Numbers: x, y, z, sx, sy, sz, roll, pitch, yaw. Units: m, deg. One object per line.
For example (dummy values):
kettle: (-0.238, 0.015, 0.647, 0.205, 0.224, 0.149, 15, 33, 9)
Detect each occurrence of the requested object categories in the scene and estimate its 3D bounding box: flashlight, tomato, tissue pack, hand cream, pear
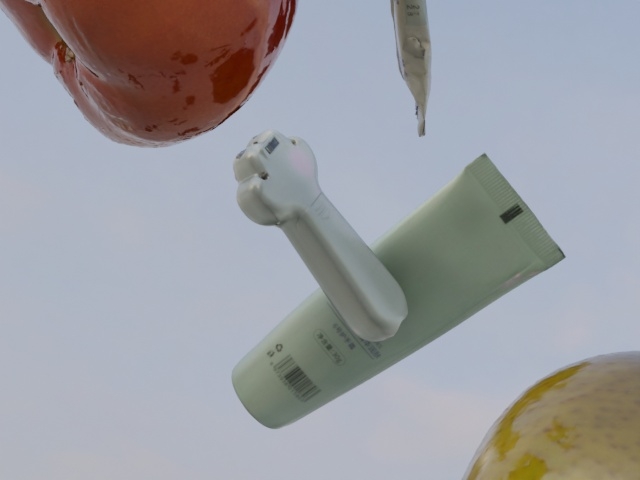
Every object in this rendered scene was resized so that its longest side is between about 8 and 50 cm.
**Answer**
flashlight: (0.000, 0.000, 1.466, 0.047, 0.093, 0.200, -26, -72, 40)
tomato: (-0.126, -0.188, 1.200, 0.260, 0.180, 0.260, 43, -14, 14)
tissue pack: (0.061, -0.184, 1.277, 0.026, 0.122, 0.193, -5, -68, 3)
hand cream: (0.051, 0.059, 1.526, 0.320, 0.067, 0.109, -37, -87, 26)
pear: (0.278, 0.190, 1.251, 0.340, 0.191, 0.386, 29, 11, 37)
